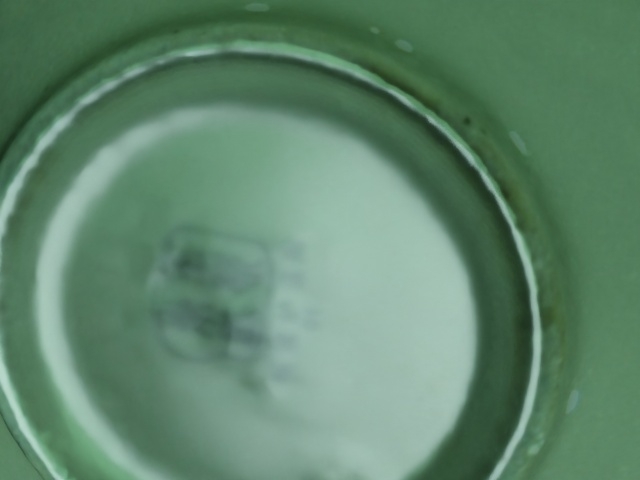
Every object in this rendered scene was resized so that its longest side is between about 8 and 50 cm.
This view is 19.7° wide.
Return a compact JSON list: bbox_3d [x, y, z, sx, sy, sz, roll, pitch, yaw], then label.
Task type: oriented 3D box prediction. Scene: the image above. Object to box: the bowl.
[{"bbox_3d":[0.000,0.000,0.472,0.277,0.145,0.277,3,108,10],"label":"bowl"}]
